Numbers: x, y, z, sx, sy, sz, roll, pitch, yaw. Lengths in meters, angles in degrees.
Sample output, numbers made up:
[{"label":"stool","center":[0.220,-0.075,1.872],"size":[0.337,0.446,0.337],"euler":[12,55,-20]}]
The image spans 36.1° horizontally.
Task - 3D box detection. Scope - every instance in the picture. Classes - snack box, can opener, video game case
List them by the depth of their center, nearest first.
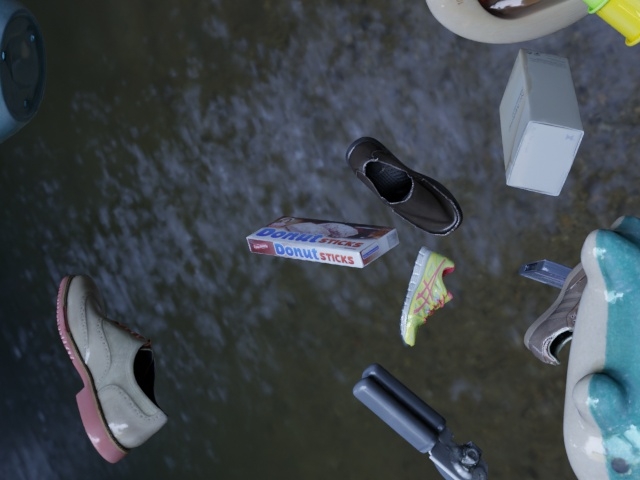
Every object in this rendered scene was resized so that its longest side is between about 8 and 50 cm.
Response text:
[{"label":"snack box","center":[0.000,0.000,1.096],"size":[0.178,0.064,0.022],"euler":[7,120,44]},{"label":"can opener","center":[0.166,0.332,1.673],"size":[0.283,0.076,0.095],"euler":[40,135,-2]},{"label":"video game case","center":[0.491,0.082,1.861],"size":[0.196,0.026,0.274],"euler":[19,177,4]}]

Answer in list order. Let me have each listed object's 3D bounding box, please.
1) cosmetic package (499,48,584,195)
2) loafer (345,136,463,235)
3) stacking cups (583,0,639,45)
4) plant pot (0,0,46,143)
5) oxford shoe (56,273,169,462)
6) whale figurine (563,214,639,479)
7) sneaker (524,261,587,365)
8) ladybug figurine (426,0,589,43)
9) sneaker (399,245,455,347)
[{"label":"cosmetic package","center":[0.448,-0.249,2.018],"size":[0.113,0.309,0.160],"euler":[12,127,-1]},{"label":"loafer","center":[0.129,-0.069,1.506],"size":[0.220,0.080,0.078],"euler":[33,-160,-18]},{"label":"stacking cups","center":[0.277,-0.360,1.180],"size":[0.316,0.096,0.096],"euler":[34,149,-4]},{"label":"plant pot","center":[-0.441,-0.210,1.157],"size":[0.195,0.290,0.290],"euler":[4,128,6]},{"label":"oxford shoe","center":[-0.324,0.179,1.561],"size":[0.348,0.130,0.123],"euler":[63,-176,34]},{"label":"whale figurine","center":[0.309,0.115,0.908],"size":[0.141,0.216,0.272],"euler":[-1,99,37]},{"label":"sneaker","center":[0.391,0.107,1.485],"size":[0.188,0.066,0.071],"euler":[-55,43,12]},{"label":"ladybug figurine","center":[0.402,-0.552,1.893],"size":[0.162,0.449,0.305],"euler":[-111,4,-64]},{"label":"sneaker","center":[0.214,0.117,1.954],"size":[0.094,0.208,0.081],"euler":[17,167,5]}]
